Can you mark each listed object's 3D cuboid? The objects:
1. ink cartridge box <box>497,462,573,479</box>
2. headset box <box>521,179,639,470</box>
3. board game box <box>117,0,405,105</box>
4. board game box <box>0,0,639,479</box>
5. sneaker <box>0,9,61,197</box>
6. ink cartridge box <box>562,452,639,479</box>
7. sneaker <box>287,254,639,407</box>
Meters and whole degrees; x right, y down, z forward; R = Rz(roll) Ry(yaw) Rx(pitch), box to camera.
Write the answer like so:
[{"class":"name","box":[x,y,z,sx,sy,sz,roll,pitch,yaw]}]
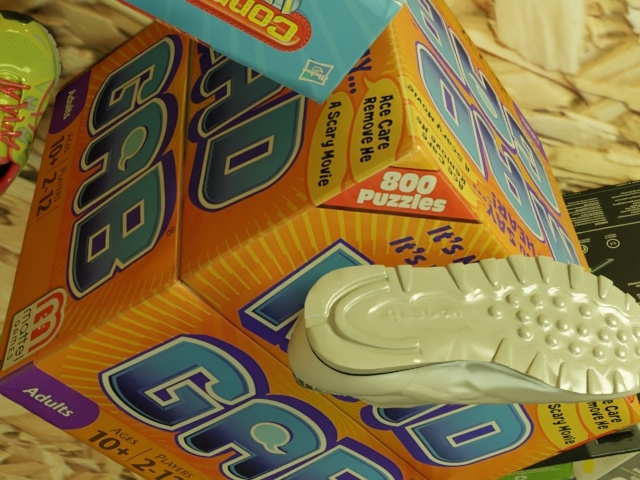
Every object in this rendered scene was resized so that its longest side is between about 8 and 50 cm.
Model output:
[{"class":"ink cartridge box","box":[0.167,0.205,1.156,0.255,0.189,0.097,-9,137,7]},{"class":"headset box","box":[0.275,0.091,0.981,0.246,0.283,0.131,-12,134,7]},{"class":"board game box","box":[-0.106,-0.266,0.573,0.302,0.308,0.086,24,130,-25]},{"class":"board game box","box":[0.000,0.000,0.813,0.356,0.356,0.356,-29,130,21]},{"class":"sneaker","box":[-0.294,-0.114,0.864,0.081,0.094,0.208,12,132,-14]},{"class":"ink cartridge box","box":[0.548,0.365,1.432,0.304,0.072,0.307,24,127,-26]},{"class":"sneaker","box":[0.097,0.068,0.593,0.235,0.090,0.095,6,146,-8]}]
